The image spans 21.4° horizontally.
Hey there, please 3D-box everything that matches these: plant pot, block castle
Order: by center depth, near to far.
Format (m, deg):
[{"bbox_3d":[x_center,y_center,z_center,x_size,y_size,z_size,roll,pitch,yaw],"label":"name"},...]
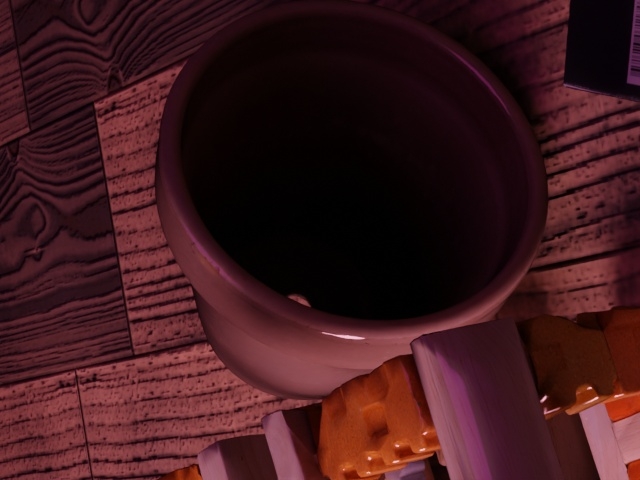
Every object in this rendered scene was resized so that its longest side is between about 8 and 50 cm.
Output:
[{"bbox_3d":[0.090,0.192,1.025,0.453,0.303,0.213,-33,69,51],"label":"block castle"},{"bbox_3d":[0.000,0.000,1.191,0.263,0.263,0.229,66,156,22],"label":"plant pot"}]

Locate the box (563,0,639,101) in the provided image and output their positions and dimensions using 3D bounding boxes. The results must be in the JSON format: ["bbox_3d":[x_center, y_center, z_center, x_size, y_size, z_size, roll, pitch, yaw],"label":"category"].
[{"bbox_3d":[0.231,-0.205,0.874,0.103,0.184,0.261,20,111,53],"label":"box"}]
